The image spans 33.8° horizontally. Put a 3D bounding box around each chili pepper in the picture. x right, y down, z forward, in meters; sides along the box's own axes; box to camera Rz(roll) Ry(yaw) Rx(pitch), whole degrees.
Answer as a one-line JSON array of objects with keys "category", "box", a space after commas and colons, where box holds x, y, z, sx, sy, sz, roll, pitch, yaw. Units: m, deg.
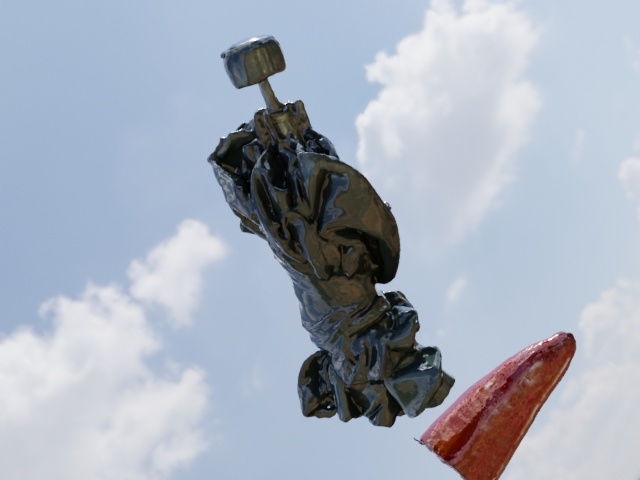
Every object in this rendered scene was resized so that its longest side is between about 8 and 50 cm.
[{"category": "chili pepper", "box": [0.174, 0.147, 0.959, 0.169, 0.088, 0.065, -49, -37, -3]}]

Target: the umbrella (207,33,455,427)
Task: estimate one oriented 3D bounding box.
[{"category": "umbrella", "box": [-0.003, 0.001, 0.869, 0.094, 0.143, 0.348, -68, -40, -67]}]
